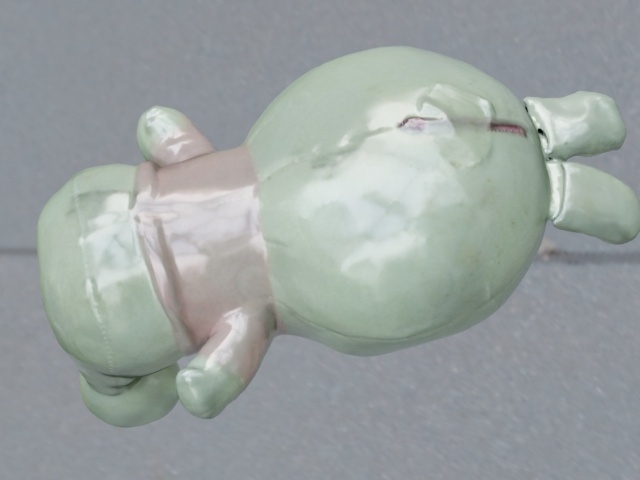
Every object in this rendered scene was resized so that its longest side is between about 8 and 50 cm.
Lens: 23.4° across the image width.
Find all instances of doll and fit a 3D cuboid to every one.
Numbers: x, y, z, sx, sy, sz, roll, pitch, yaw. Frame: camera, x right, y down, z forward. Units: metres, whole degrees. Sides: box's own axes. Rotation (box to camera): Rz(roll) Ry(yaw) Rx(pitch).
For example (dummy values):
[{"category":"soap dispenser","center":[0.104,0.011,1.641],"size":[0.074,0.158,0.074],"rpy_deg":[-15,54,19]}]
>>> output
[{"category":"doll","center":[-0.008,-0.005,0.649],"size":[0.275,0.113,0.154],"rpy_deg":[-18,57,16]}]
